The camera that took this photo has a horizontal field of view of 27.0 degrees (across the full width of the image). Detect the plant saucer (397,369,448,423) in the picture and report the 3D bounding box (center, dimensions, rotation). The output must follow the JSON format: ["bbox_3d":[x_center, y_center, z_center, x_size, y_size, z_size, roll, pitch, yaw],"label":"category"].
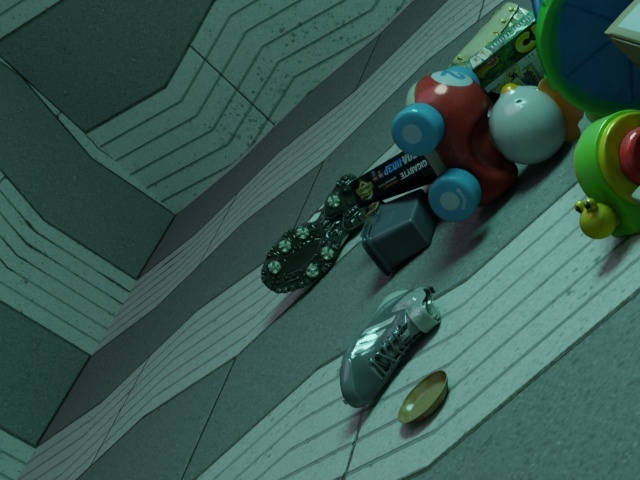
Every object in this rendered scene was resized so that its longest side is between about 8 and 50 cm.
[{"bbox_3d":[0.128,0.194,1.622,0.083,0.015,0.083,-44,14,14],"label":"plant saucer"}]

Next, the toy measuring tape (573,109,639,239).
[{"bbox_3d":[0.387,-0.138,1.556,0.330,0.121,0.121,-52,14,-20],"label":"toy measuring tape"}]

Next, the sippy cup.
[{"bbox_3d":[0.369,-0.307,1.704,0.305,0.240,0.224,-58,21,25],"label":"sippy cup"}]

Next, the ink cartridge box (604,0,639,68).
[{"bbox_3d":[0.418,-0.170,1.371,0.088,0.193,0.235,-47,14,7],"label":"ink cartridge box"}]

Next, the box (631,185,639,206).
[{"bbox_3d":[0.392,-0.017,1.193,0.094,0.113,0.275,-46,14,2],"label":"box"}]

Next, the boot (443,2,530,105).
[{"bbox_3d":[0.321,-0.342,2.420,0.203,0.095,0.262,-47,9,-5],"label":"boot"}]

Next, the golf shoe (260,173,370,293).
[{"bbox_3d":[0.000,0.000,2.477,0.273,0.105,0.120,-45,-5,-10],"label":"golf shoe"}]

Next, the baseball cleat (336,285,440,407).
[{"bbox_3d":[0.095,0.133,1.788,0.109,0.072,0.206,-24,29,45],"label":"baseball cleat"}]

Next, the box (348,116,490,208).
[{"bbox_3d":[0.174,-0.128,2.174,0.175,0.051,0.220,-20,-5,-37],"label":"box"}]

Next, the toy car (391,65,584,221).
[{"bbox_3d":[0.263,-0.175,1.921,0.238,0.210,0.219,-24,12,31],"label":"toy car"}]

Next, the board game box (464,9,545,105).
[{"bbox_3d":[0.357,-0.312,2.065,0.259,0.136,0.030,-38,45,8],"label":"board game box"}]

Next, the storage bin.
[{"bbox_3d":[0.128,-0.026,2.121,0.091,0.098,0.135,-28,21,27],"label":"storage bin"}]
